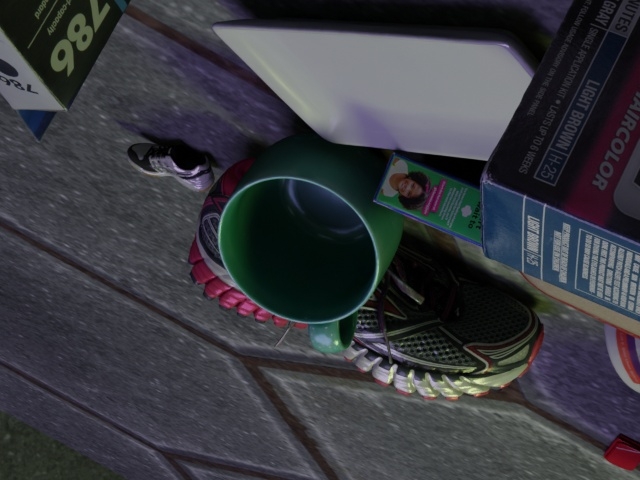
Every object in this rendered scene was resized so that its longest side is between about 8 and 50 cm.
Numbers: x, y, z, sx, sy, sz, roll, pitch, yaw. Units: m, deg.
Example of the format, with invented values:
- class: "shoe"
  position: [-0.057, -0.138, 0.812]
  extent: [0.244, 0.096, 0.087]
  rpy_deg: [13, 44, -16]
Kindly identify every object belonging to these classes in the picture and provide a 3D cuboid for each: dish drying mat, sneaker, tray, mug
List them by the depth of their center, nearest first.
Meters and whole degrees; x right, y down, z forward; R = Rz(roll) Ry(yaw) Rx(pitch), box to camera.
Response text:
- class: "tray"
  position: [0.062, -0.104, 1.290]
  extent: [0.270, 0.030, 0.145]
  rpy_deg: [10, 154, 46]
- class: "mug"
  position: [-0.006, -0.007, 1.487]
  extent: [0.129, 0.097, 0.158]
  rpy_deg: [27, 128, 3]
- class: "sneaker"
  position: [0.039, 0.034, 1.586]
  extent: [0.299, 0.121, 0.112]
  rpy_deg: [20, 132, 1]
- class: "sneaker"
  position: [-0.128, -0.072, 1.677]
  extent: [0.083, 0.032, 0.037]
  rpy_deg: [18, 146, 16]
- class: "dish drying mat"
  position: [0.286, 0.201, 1.842]
  extent: [0.032, 0.008, 0.083]
  rpy_deg: [25, 162, 7]

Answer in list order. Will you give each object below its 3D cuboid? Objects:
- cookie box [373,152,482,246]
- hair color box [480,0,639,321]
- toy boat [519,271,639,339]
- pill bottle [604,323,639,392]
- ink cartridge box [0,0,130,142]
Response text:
- class: "cookie box"
  position: [0.103, -0.022, 1.395]
  extent: [0.107, 0.040, 0.092]
  rpy_deg: [22, -177, 18]
- class: "hair color box"
  position: [0.272, -0.015, 0.984]
  extent: [0.347, 0.174, 0.105]
  rpy_deg: [23, 161, 14]
- class: "toy boat"
  position: [0.230, -0.013, 1.169]
  extent: [0.231, 0.151, 0.151]
  rpy_deg: [26, -167, 10]
- class: "pill bottle"
  position: [0.288, 0.059, 1.275]
  extent: [0.108, 0.108, 0.193]
  rpy_deg: [39, 160, -32]
- class: "ink cartridge box"
  position: [-0.174, -0.199, 1.159]
  extent: [0.065, 0.165, 0.333]
  rpy_deg: [18, 161, 26]
